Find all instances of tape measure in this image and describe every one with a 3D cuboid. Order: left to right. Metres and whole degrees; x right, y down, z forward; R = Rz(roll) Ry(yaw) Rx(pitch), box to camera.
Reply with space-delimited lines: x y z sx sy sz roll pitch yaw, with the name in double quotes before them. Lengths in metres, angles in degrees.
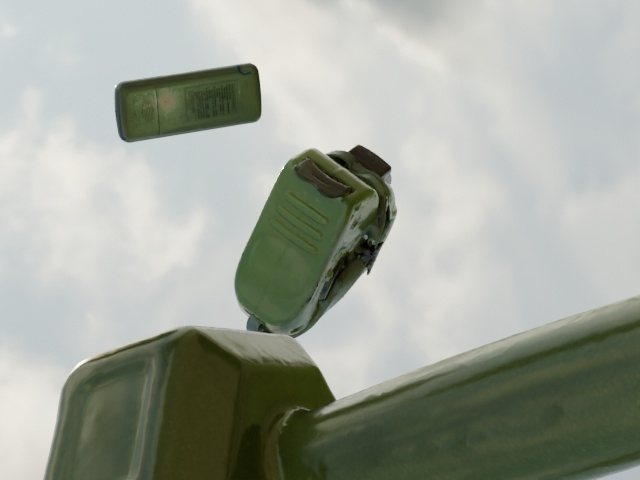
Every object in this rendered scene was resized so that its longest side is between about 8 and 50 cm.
"tape measure" 0.000 0.000 1.581 0.087 0.177 0.154 37 -146 12

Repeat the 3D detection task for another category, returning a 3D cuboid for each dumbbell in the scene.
"dumbbell" 0.058 0.049 0.549 0.108 0.302 0.121 42 -141 -38

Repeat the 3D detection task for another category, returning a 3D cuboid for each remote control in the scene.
"remote control" -0.107 -0.112 1.599 0.124 0.018 0.053 -11 -69 -19
